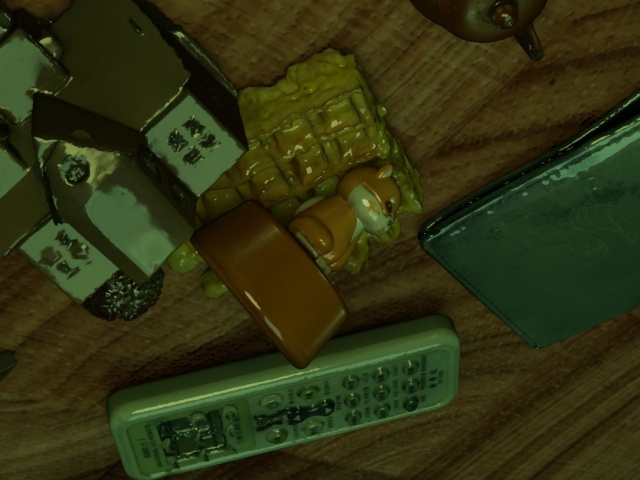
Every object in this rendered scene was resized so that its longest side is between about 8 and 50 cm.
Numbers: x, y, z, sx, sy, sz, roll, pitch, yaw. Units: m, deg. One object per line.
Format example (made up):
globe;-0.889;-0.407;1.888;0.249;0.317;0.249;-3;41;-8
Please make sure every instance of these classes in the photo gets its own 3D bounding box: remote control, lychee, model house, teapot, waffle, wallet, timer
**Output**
remote control;-0.032;0.144;1.290;0.335;0.065;0.128;-13;144;-7
lychee;-0.167;0.031;1.096;0.083;0.068;0.067;-6;124;-40
model house;-0.187;-0.097;0.874;0.181;0.176;0.248;-42;114;9
teapot;0.108;-0.185;0.910;0.116;0.116;0.173;-30;140;15
waffle;-0.035;-0.030;1.082;0.229;0.057;0.219;-24;141;11
wallet;0.263;-0.019;1.221;0.290;0.054;0.251;-27;137;20
timer;0.000;0.000;1.010;0.152;0.132;0.132;-40;141;-5

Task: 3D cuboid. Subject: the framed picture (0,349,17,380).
framed picture;-0.407;0.211;1.165;0.289;0.016;0.213;-43;173;28

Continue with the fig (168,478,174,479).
fig;-0.216;0.309;1.349;0.159;0.159;0.257;22;128;-39
